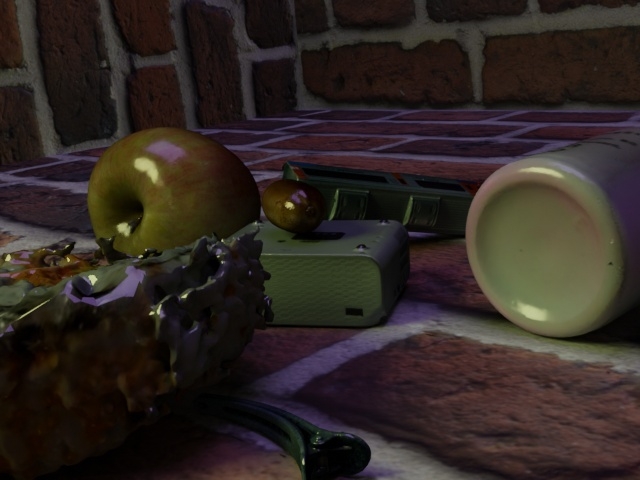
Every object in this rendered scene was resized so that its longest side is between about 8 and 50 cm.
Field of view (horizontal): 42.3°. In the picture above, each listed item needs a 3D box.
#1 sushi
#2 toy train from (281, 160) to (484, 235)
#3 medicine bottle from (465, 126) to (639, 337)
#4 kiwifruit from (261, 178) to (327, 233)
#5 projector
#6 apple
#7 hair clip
[{"bbox_3d":[-0.241,0.097,0.878,0.418,0.175,0.417,-11,9,2],"label":"sushi"},{"bbox_3d":[0.129,-0.062,1.383,0.409,0.086,0.089,4,27,-24],"label":"toy train"},{"bbox_3d":[0.382,-0.032,1.061,0.388,0.219,0.219,-19,20,-40],"label":"medicine bottle"},{"bbox_3d":[-0.037,-0.047,1.129,0.075,0.075,0.124,-12,20,-24],"label":"kiwifruit"},{"bbox_3d":[-0.014,0.036,1.153,0.250,0.108,0.198,-1,14,17],"label":"projector"},{"bbox_3d":[-0.223,-0.057,1.301,0.257,0.256,0.234,6,17,36],"label":"apple"},{"bbox_3d":[-0.049,0.179,0.776,0.070,0.039,0.229,-14,12,-33],"label":"hair clip"}]
